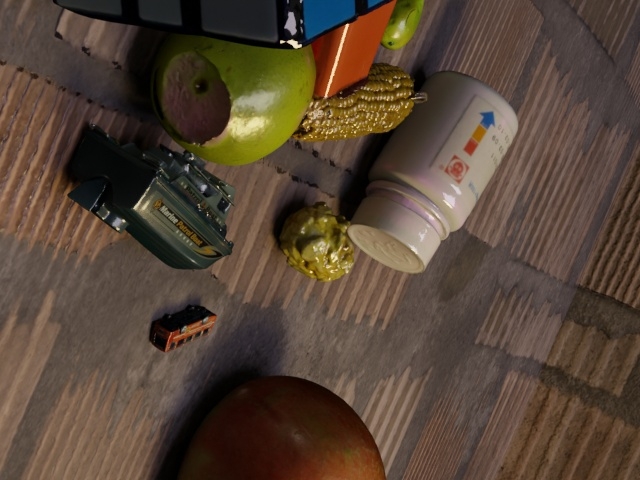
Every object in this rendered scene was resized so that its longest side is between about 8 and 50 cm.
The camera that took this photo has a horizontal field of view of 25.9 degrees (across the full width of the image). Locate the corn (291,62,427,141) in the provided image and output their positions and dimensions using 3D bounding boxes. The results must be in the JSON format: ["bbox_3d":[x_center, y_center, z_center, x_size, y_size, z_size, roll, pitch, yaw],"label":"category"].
[{"bbox_3d":[0.039,-0.184,1.902,0.293,0.106,0.106,-22,131,-55],"label":"corn"}]

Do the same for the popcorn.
[{"bbox_3d":[0.000,0.000,1.976,0.120,0.116,0.106,38,63,-22],"label":"popcorn"}]

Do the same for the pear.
[{"bbox_3d":[-0.088,-0.182,1.556,0.219,0.187,0.187,-32,139,-53],"label":"pear"}]

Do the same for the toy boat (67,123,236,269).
[{"bbox_3d":[-0.170,-0.041,1.590,0.122,0.114,0.296,-55,154,-4],"label":"toy boat"}]

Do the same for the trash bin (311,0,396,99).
[{"bbox_3d":[0.025,-0.312,1.707,0.184,0.161,0.239,-36,149,-47],"label":"trash bin"}]

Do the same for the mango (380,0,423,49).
[{"bbox_3d":[0.114,-0.317,1.980,0.108,0.056,0.073,-55,159,-29],"label":"mango"}]

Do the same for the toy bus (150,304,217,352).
[{"bbox_3d":[-0.178,0.115,1.813,0.110,0.031,0.043,-20,136,-58],"label":"toy bus"}]

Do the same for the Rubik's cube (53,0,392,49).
[{"bbox_3d":[-0.069,-0.354,1.261,0.288,0.293,0.283,-35,128,-46],"label":"Rubik's cube"}]

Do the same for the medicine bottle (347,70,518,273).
[{"bbox_3d":[0.170,-0.104,2.146,0.293,0.170,0.170,-58,154,-18],"label":"medicine bottle"}]

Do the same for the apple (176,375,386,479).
[{"bbox_3d":[-0.049,0.361,1.996,0.319,0.277,0.319,-42,145,-40],"label":"apple"}]
